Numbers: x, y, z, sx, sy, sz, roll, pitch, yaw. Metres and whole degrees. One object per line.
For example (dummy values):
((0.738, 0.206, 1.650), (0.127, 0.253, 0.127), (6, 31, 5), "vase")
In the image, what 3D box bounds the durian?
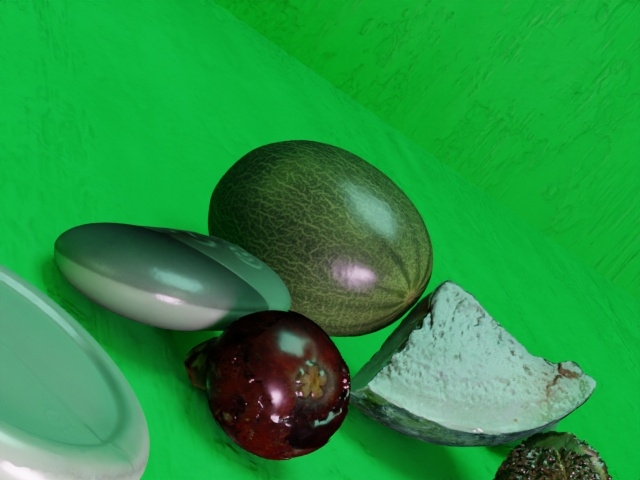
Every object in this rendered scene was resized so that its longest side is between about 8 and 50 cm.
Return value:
((0.294, 0.338, 2.266), (0.196, 0.167, 0.196), (12, 75, -54), "durian")

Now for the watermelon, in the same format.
((0.178, 0.154, 2.321), (0.320, 0.213, 0.289), (-2, 1, -4), "watermelon")

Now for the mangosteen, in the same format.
((-0.055, 0.152, 1.960), (0.166, 0.166, 0.180), (31, -8, -31), "mangosteen")

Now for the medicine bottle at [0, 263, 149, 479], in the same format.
((-0.277, 0.153, 1.204), (0.252, 0.241, 0.252), (37, 14, -11), "medicine bottle")

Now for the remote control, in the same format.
((-0.164, 0.042, 2.045), (0.221, 0.103, 0.332), (20, 7, 24), "remote control")

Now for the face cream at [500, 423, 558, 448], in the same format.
((0.277, 0.239, 2.580), (0.104, 0.117, 0.117), (13, 30, -46), "face cream")

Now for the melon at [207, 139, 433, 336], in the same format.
((0.000, 0.000, 2.335), (0.302, 0.237, 0.237), (29, 9, 24), "melon")
